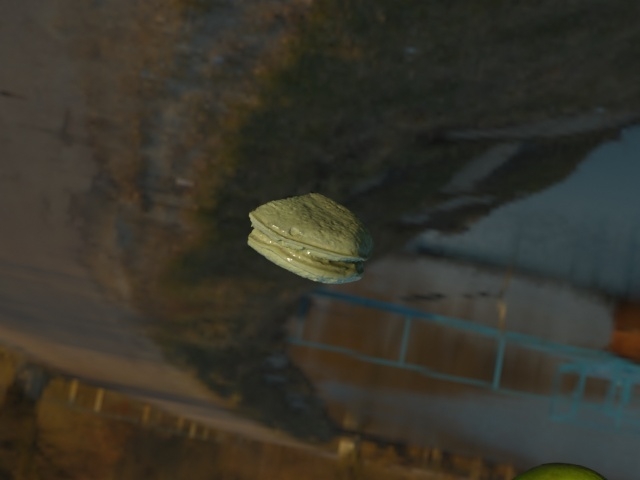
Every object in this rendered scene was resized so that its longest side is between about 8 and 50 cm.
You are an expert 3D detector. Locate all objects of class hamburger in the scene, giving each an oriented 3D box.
[{"bbox_3d":[-0.001,0.004,1.116,0.084,0.054,0.121,33,-166,22],"label":"hamburger"}]

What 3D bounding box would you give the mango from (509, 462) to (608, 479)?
[{"bbox_3d":[0.120,0.202,0.878,0.074,0.165,0.091,28,-156,-55],"label":"mango"}]
